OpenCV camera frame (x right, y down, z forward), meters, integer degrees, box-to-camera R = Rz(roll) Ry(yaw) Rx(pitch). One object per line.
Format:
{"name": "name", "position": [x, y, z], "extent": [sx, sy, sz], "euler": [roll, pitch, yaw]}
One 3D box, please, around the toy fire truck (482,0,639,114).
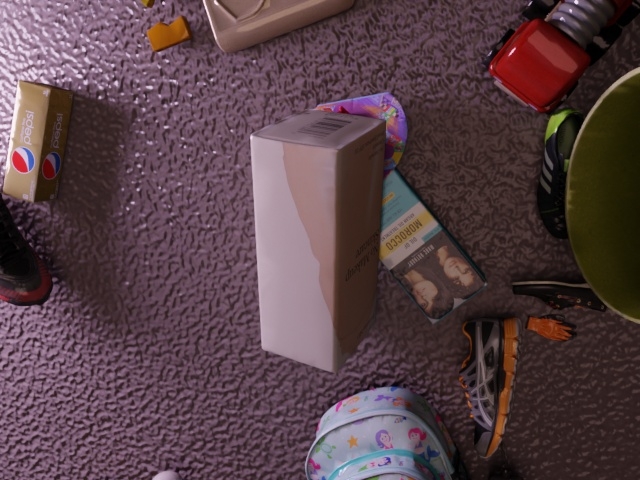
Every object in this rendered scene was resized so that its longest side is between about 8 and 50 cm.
{"name": "toy fire truck", "position": [0.320, -0.250, 0.663], "extent": [0.158, 0.246, 0.217], "euler": [39, 104, 2]}

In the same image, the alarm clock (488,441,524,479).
{"name": "alarm clock", "position": [0.279, 0.393, 0.847], "extent": [0.064, 0.129, 0.192], "euler": [-7, 82, 10]}

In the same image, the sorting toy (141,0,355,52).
{"name": "sorting toy", "position": [-0.124, -0.397, 0.830], "extent": [0.307, 0.041, 0.229], "euler": [-16, 101, 13]}

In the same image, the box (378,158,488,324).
{"name": "box", "position": [0.124, -0.006, 0.837], "extent": [0.100, 0.060, 0.244], "euler": [-40, 91, 14]}

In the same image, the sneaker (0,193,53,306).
{"name": "sneaker", "position": [-0.529, -0.013, 0.913], "extent": [0.276, 0.097, 0.135], "euler": [50, 145, 0]}

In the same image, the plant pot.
{"name": "plant pot", "position": [0.484, -0.051, 0.640], "extent": [0.293, 0.275, 0.275], "euler": [-1, 100, -10]}

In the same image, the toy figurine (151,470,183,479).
{"name": "toy figurine", "position": [-0.317, 0.487, 0.925], "extent": [0.209, 0.213, 0.148], "euler": [-11, 110, 17]}

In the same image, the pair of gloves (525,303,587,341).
{"name": "pair of gloves", "position": [0.345, 0.104, 0.841], "extent": [0.074, 0.010, 0.083], "euler": [17, 101, 7]}

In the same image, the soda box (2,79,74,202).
{"name": "soda box", "position": [-0.445, -0.155, 0.914], "extent": [0.058, 0.061, 0.182], "euler": [16, 102, 8]}

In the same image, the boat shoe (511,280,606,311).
{"name": "boat shoe", "position": [0.334, 0.077, 0.808], "extent": [0.132, 0.049, 0.042], "euler": [5, 86, 3]}

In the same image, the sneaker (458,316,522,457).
{"name": "sneaker", "position": [0.243, 0.211, 0.850], "extent": [0.083, 0.084, 0.215], "euler": [8, 98, 22]}

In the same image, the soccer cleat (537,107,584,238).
{"name": "soccer cleat", "position": [0.328, -0.088, 0.779], "extent": [0.060, 0.072, 0.179], "euler": [-1, 100, 11]}

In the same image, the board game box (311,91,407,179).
{"name": "board game box", "position": [0.035, -0.143, 0.803], "extent": [0.168, 0.033, 0.133], "euler": [-3, 75, 28]}

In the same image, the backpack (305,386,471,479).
{"name": "backpack", "position": [0.098, 0.356, 0.847], "extent": [0.225, 0.191, 0.254], "euler": [-21, 90, 14]}

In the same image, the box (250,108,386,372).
{"name": "box", "position": [0.000, 0.000, 0.765], "extent": [0.121, 0.148, 0.311], "euler": [13, 121, 25]}
